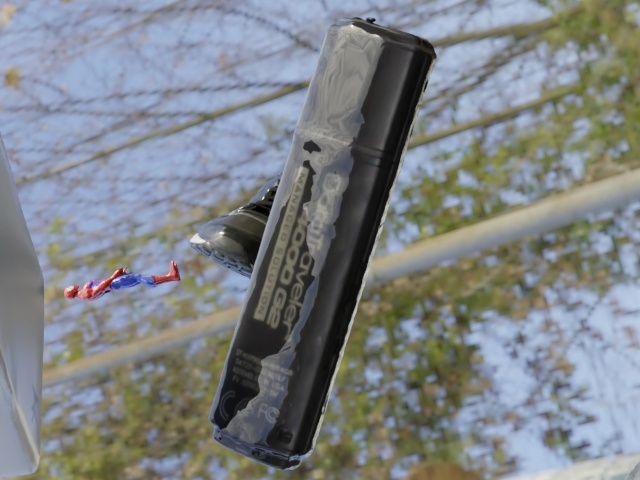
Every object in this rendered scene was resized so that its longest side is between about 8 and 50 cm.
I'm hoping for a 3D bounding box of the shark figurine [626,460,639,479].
[{"bbox_3d":[0.212,0.228,0.921,0.116,0.166,0.278,95,175,-67],"label":"shark figurine"}]

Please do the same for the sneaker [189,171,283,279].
[{"bbox_3d":[-0.056,-0.027,1.668,0.124,0.107,0.283,-64,-10,6],"label":"sneaker"}]

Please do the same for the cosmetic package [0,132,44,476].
[{"bbox_3d":[-0.409,0.040,0.910,0.230,0.453,0.161,88,176,-53],"label":"cosmetic package"}]

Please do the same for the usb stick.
[{"bbox_3d":[0.000,0.000,0.933,0.045,0.077,0.278,12,-84,-58],"label":"usb stick"}]

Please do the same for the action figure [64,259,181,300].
[{"bbox_3d":[-0.200,0.041,1.530,0.038,0.115,0.030,88,167,-88],"label":"action figure"}]
